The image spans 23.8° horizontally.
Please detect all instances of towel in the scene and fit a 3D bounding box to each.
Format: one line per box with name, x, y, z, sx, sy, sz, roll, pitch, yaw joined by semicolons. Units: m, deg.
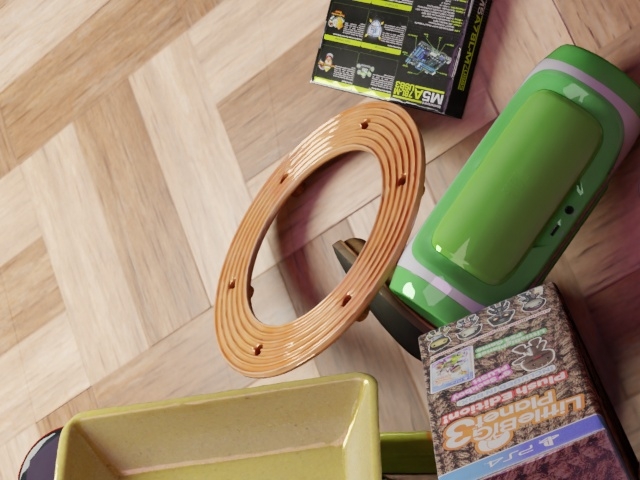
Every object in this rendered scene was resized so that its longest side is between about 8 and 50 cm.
towel;0.112;0.217;1.588;0.237;0.102;0.021;-7;57;36

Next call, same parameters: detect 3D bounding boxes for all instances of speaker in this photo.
speaker;0.196;-0.043;1.489;0.131;0.131;0.296;33;85;34

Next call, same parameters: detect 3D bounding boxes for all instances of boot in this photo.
boot;0.134;0.071;1.606;0.115;0.112;0.305;-44;52;-10

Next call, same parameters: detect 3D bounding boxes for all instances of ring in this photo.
ring;0.000;0.000;1.645;0.336;0.032;0.337;-37;34;31

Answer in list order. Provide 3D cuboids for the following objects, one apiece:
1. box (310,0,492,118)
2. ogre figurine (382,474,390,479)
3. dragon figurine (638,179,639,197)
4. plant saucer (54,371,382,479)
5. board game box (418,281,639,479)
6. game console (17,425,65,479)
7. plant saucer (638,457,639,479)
box;0.093;-0.243;1.681;0.190;0.045;0.184;17;97;35
ogre figurine;0.033;0.297;1.624;0.197;0.118;0.097;-19;70;32
dragon figurine;0.413;-0.109;1.406;0.289;0.085;0.144;-51;59;20
plant saucer;-0.095;0.297;1.453;0.332;0.081;0.333;-9;46;8
board game box;0.202;0.211;1.322;0.141;0.291;0.232;-24;110;10
game console;-0.165;0.394;1.573;0.341;0.060;0.387;3;83;16
plant saucer;0.338;0.106;1.329;0.047;0.258;0.259;7;90;27
